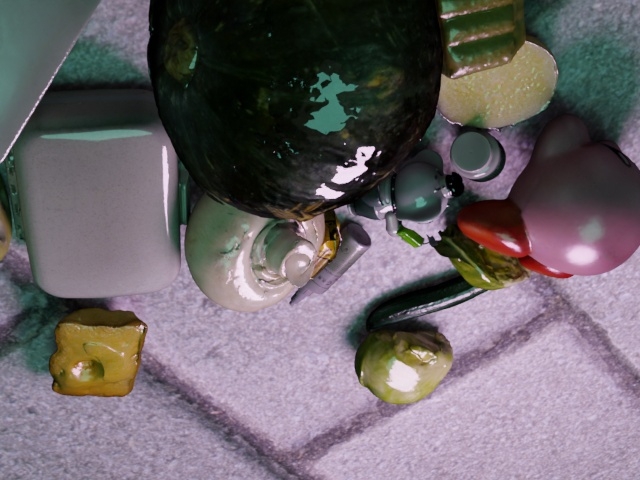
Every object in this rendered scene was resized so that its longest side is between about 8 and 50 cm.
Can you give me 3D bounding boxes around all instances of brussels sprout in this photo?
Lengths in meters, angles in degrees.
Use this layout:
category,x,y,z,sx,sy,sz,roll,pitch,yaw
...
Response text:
category,x,y,z,sx,sy,sz,roll,pitch,yaw
brussels sprout,0.278,0.026,2.161,0.100,0.139,0.181,-30,134,28
brussels sprout,0.150,0.229,2.338,0.183,0.131,0.145,10,114,-27

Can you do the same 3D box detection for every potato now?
category,x,y,z,sx,sy,sz,roll,pitch,yaw
potato,0.262,-0.252,1.940,0.200,0.081,0.164,-6,125,-7

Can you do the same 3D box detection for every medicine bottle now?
category,x,y,z,sx,sy,sz,roll,pitch,yaw
medicine bottle,0.248,-0.135,1.999,0.079,0.079,0.140,-23,174,13
medicine bottle,0.007,0.052,2.197,0.057,0.058,0.199,27,124,-29
medicine bottle,-0.346,-0.066,1.992,0.282,0.123,0.375,-4,132,-8

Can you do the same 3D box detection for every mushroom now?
category,x,y,z,sx,sy,sz,roll,pitch,yaw
mushroom,-0.091,0.000,2.021,0.246,0.202,0.246,-23,124,-38

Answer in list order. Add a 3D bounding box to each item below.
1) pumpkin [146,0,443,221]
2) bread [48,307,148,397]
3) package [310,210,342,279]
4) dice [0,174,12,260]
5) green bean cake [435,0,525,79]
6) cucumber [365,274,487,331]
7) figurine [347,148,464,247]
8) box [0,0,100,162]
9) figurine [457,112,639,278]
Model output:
category,x,y,z,sx,sy,sz,roll,pitch,yaw
pumpkin,-0.046,-0.247,1.648,0.344,0.454,0.454,-15,140,-32
bread,-0.400,0.198,2.259,0.160,0.088,0.233,10,133,-10
package,0.000,0.000,2.139,0.047,0.071,0.131,25,122,-32
dice,-0.581,-0.045,1.945,0.166,0.169,0.169,-13,133,4
green bean cake,0.178,-0.355,1.700,0.124,0.236,0.233,-15,115,-8
cucumber,0.208,0.103,2.277,0.284,0.056,0.056,-22,132,11
figurine,0.141,-0.075,2.051,0.192,0.147,0.126,-7,153,24
box,-0.511,-0.320,1.684,0.367,0.090,0.373,29,97,-31
figurine,0.409,-0.036,2.016,0.269,0.211,0.261,26,106,-46
